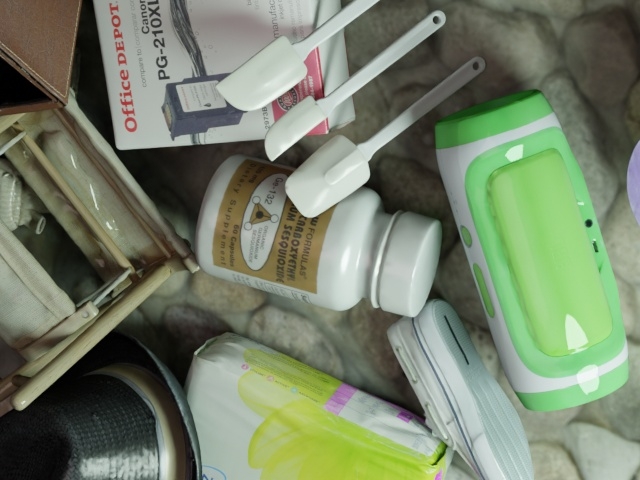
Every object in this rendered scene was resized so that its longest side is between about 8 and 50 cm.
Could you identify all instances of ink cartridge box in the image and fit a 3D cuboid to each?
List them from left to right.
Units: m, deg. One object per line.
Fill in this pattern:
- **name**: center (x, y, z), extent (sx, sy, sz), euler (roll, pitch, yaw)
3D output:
- **ink cartridge box**: center (-0.099, -0.189, 1.646), extent (0.237, 0.100, 0.172), euler (-3, 102, 21)

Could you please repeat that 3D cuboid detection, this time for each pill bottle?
- **pill bottle**: center (0.000, 0.000, 1.642), extent (0.229, 0.131, 0.131), euler (15, 108, 16)

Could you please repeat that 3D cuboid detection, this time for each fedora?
- **fedora**: center (-0.276, 0.256, 1.740), extent (0.334, 0.152, 0.334), euler (2, 93, 46)

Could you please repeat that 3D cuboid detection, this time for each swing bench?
- **swing bench**: center (-0.307, 0.000, 1.698), extent (0.254, 0.165, 0.253), euler (-40, 102, -17)

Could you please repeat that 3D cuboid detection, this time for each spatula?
- **spatula**: center (0.038, -0.153, 1.575), extent (0.242, 0.019, 0.168), euler (-38, 103, -11)

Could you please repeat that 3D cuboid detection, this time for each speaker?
- **speaker**: center (0.206, 0.009, 1.573), extent (0.131, 0.131, 0.296), euler (-15, 98, 23)

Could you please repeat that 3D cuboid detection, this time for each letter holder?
- **letter holder**: center (-0.344, -0.300, 1.571), extent (0.152, 0.214, 0.302), euler (-5, 65, 22)

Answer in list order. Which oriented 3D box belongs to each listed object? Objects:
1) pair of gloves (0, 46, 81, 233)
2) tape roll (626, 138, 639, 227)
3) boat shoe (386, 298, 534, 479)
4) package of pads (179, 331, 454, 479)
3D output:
- **pair of gloves**: center (-0.377, -0.128, 1.796), extent (0.204, 0.042, 0.240), euler (21, 111, 14)
- **tape roll**: center (0.383, -0.056, 1.482), extent (0.189, 0.080, 0.189), euler (19, 131, 23)
- **boat shoe**: center (0.144, 0.172, 1.673), extent (0.076, 0.083, 0.226), euler (-29, 81, 35)
- **package of pads**: center (-0.024, 0.252, 1.733), extent (0.296, 0.101, 0.229), euler (23, 111, 13)
